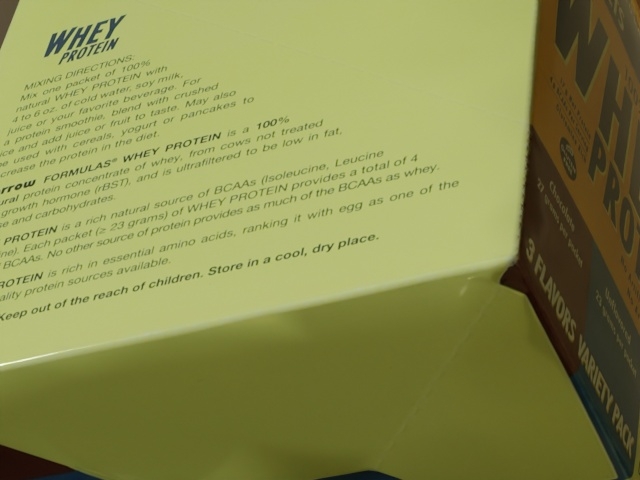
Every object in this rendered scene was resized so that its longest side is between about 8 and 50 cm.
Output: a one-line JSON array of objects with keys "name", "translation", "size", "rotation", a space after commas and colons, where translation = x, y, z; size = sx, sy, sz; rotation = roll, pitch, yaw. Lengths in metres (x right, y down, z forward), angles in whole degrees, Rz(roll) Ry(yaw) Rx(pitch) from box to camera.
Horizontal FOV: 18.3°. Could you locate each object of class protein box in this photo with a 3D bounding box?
[{"name": "protein box", "translation": [0.000, 0.000, 0.628], "size": [0.201, 0.199, 0.136], "rotation": [-79, -31, -45]}]
